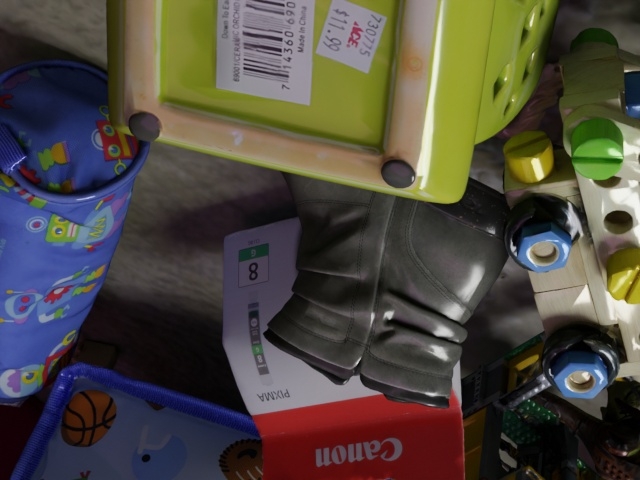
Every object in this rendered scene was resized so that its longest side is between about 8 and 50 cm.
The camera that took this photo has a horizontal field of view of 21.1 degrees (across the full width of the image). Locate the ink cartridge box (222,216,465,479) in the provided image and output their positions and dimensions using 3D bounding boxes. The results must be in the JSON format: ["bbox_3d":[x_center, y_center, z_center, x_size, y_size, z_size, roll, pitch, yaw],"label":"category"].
[{"bbox_3d":[0.012,0.089,1.200,0.181,0.224,0.056,-13,157,36],"label":"ink cartridge box"}]

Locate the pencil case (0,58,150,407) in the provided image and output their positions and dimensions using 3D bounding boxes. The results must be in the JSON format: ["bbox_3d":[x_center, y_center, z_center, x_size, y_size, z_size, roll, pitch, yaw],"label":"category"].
[{"bbox_3d":[-0.219,0.001,1.280,0.119,0.133,0.306,51,144,18],"label":"pencil case"}]

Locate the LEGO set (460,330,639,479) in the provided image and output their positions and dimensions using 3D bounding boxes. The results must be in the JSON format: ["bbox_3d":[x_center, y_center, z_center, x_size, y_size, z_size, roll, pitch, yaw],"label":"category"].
[{"bbox_3d":[0.232,0.195,1.199,0.255,0.192,0.331,-25,121,28],"label":"LEGO set"}]

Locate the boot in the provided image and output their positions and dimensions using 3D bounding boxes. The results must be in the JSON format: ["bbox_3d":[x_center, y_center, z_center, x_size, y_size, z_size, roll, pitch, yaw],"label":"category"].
[{"bbox_3d":[0.000,0.000,1.118,0.246,0.161,0.083,28,-178,13],"label":"boot"}]

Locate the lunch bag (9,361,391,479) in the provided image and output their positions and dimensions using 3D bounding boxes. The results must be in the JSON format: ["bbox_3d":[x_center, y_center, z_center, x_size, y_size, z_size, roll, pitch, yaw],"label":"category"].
[{"bbox_3d":[-0.032,0.282,1.387,0.385,0.239,0.328,15,157,23],"label":"lunch bag"}]

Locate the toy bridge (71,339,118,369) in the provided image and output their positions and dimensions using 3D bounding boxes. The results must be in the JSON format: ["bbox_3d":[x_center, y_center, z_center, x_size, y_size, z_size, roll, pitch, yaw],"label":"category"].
[{"bbox_3d":[-0.197,0.152,1.521,0.063,0.026,0.188,10,139,17],"label":"toy bridge"}]

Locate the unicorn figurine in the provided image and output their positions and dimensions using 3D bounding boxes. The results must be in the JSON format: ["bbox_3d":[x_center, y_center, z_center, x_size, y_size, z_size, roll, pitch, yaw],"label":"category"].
[{"bbox_3d":[0.071,-0.104,1.072,0.162,0.060,0.111,30,136,-5],"label":"unicorn figurine"}]

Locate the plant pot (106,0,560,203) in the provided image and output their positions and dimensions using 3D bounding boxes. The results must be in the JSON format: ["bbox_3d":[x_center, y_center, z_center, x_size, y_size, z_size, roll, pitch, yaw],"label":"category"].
[{"bbox_3d":[0.006,-0.155,0.889,0.227,0.207,0.228,13,126,11],"label":"plant pot"}]

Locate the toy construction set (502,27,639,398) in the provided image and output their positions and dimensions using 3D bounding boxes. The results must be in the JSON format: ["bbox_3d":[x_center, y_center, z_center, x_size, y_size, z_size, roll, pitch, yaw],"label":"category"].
[{"bbox_3d":[0.223,0.004,1.014,0.215,0.151,0.327,-11,111,14],"label":"toy construction set"}]

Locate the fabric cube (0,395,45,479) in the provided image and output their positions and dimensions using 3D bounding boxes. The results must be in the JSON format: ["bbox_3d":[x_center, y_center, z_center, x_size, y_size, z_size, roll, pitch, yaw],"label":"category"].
[{"bbox_3d":[-0.441,0.204,1.517,0.259,0.258,0.254,-20,124,41],"label":"fabric cube"}]
